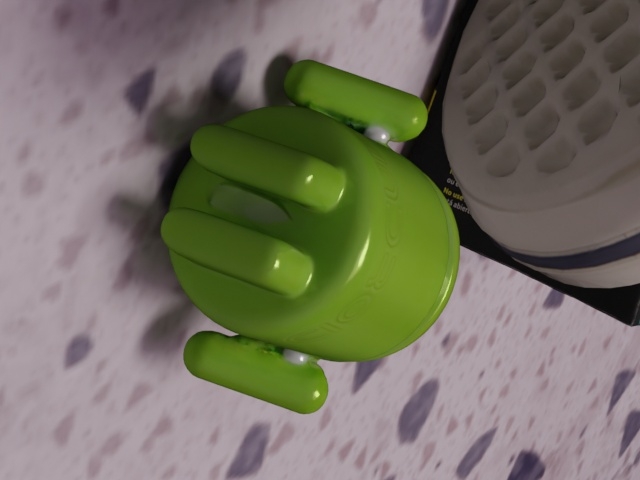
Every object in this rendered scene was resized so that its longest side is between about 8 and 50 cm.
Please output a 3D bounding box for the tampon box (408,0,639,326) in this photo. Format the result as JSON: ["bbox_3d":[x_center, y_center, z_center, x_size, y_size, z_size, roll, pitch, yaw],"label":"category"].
[{"bbox_3d":[0.117,-0.064,0.616,0.120,0.101,0.161,2,111,-59],"label":"tampon box"}]

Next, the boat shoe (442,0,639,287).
[{"bbox_3d":[0.233,-0.137,0.469,0.500,0.187,0.156,-42,111,-24],"label":"boat shoe"}]

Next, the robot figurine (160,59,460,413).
[{"bbox_3d":[0.000,0.000,0.507,0.115,0.067,0.101,22,85,-62],"label":"robot figurine"}]
